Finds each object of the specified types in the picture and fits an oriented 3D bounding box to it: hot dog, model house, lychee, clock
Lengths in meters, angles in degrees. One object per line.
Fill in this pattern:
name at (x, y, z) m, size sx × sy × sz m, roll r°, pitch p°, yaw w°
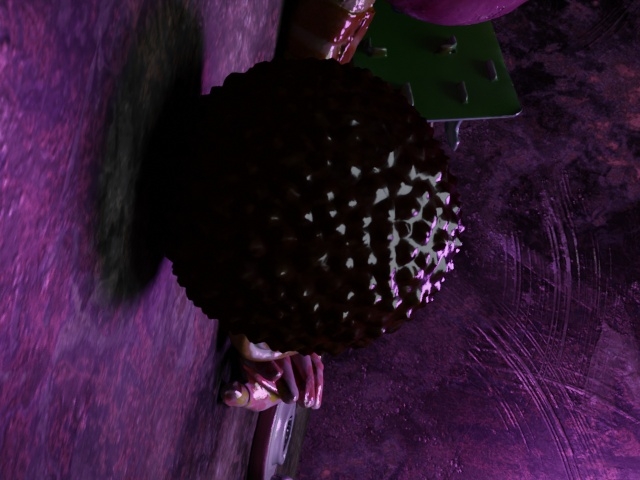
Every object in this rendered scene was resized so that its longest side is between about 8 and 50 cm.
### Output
hot dog at (0.004, -0.280, 1.515) m, size 0.261 × 0.093 × 0.123 m, roll -60°, pitch 163°, yaw 17°
model house at (0.131, -0.221, 1.797) m, size 0.313 × 0.243 × 0.357 m, roll 102°, pitch -23°, yaw -56°
lychee at (-0.011, -0.028, 1.062) m, size 0.304 × 0.276 × 0.275 m, roll -10°, pitch 116°, yaw -50°
clock at (-0.087, 0.370, 2.288) m, size 0.244 × 0.056 × 0.244 m, roll 13°, pitch 90°, yaw -85°

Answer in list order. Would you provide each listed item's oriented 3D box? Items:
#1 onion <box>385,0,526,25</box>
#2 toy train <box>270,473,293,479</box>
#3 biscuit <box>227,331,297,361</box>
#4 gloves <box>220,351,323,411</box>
onion at (0.178, -0.464, 1.612) m, size 0.345 × 0.358 × 0.358 m, roll 103°, pitch 2°, yaw -69°
toy train at (-0.119, 0.582, 2.116) m, size 0.202 × 0.131 × 0.299 m, roll 2°, pitch 100°, yaw -77°
biscuit at (0.001, 0.001, 1.552) m, size 0.287 × 0.057 × 0.343 m, roll -17°, pitch 127°, yaw -42°
gloves at (-0.068, 0.192, 1.701) m, size 0.241 × 0.145 × 0.126 m, roll 99°, pitch -4°, yaw -72°
